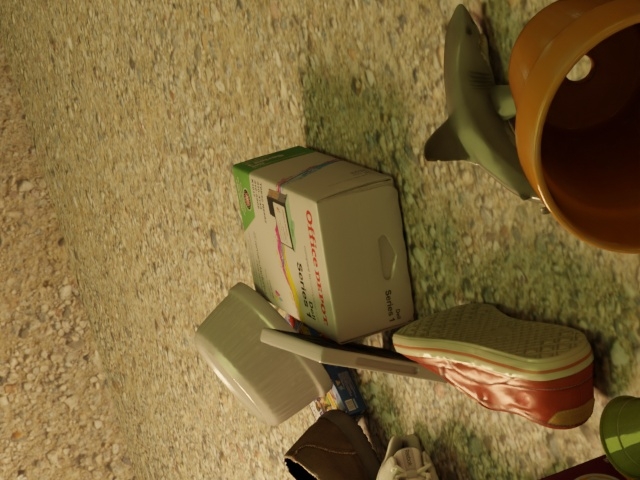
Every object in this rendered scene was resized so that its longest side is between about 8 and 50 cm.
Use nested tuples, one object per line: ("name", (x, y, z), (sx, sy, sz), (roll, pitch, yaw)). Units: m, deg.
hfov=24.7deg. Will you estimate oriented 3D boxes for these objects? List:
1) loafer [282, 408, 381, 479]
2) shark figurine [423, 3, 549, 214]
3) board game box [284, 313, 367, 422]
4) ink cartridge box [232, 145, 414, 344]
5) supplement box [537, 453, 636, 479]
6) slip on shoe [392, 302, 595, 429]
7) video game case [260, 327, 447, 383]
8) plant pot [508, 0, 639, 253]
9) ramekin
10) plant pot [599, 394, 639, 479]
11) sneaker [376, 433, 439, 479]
("loafer", (0.060, 0.423, 2.071), (0.366, 0.130, 0.134), (58, 154, 17))
("shark figurine", (0.171, -0.091, 1.505), (0.166, 0.116, 0.278), (98, 149, -48))
("board game box", (0.000, 0.195, 2.208), (0.201, 0.035, 0.136), (65, 156, 21))
("ink cartridge box", (0.000, 0.000, 1.961), (0.278, 0.117, 0.201), (25, 128, 61))
("supplement box", (0.252, 0.296, 1.477), (0.104, 0.188, 0.080), (42, 142, 52))
("slip on shoe", (0.187, 0.139, 1.630), (0.331, 0.123, 0.101), (12, 120, 60))
("video game case", (0.042, 0.149, 1.894), (0.201, 0.184, 0.023), (11, 89, 66))
("plant pot", (0.247, -0.119, 1.223), (0.188, 0.205, 0.205), (-115, 18, -63))
("ramekin", (-0.090, 0.171, 2.109), (0.207, 0.109, 0.207), (47, 168, 13))
("plant pot", (0.323, 0.180, 1.391), (0.079, 0.083, 0.083), (-32, 76, 55))
("sneaker", (0.112, 0.342, 1.882), (0.297, 0.111, 0.129), (-124, 33, -76))
